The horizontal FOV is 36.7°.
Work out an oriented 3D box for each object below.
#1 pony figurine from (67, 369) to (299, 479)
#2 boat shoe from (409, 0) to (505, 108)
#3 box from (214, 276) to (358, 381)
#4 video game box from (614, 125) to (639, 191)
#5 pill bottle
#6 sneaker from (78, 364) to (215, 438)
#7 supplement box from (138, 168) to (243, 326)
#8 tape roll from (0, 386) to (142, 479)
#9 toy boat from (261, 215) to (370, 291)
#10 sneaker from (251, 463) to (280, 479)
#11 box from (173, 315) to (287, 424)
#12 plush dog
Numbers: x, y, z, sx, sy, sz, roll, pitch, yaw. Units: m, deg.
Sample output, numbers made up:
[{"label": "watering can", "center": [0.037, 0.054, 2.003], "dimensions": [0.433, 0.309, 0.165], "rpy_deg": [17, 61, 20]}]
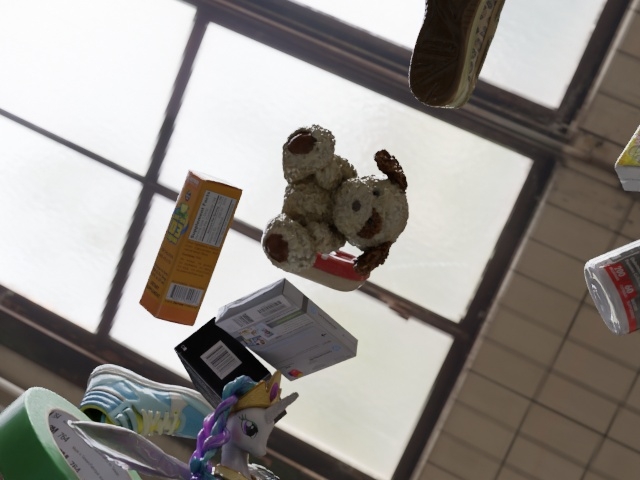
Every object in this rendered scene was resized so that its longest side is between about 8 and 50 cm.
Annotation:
[{"label": "pony figurine", "center": [-0.179, 0.378, 1.390], "dimensions": [0.303, 0.351, 0.364], "rpy_deg": [28, -121, -44]}, {"label": "boat shoe", "center": [0.193, -0.317, 1.284], "dimensions": [0.089, 0.104, 0.285], "rpy_deg": [-2, -67, -56]}, {"label": "box", "center": [-0.052, 0.146, 1.540], "dimensions": [0.145, 0.186, 0.038], "rpy_deg": [-26, 36, 32]}, {"label": "video game box", "center": [0.455, -0.130, 1.063], "dimensions": [0.205, 0.187, 0.048], "rpy_deg": [-51, -51, -25]}, {"label": "pill bottle", "center": [0.673, 0.061, 1.859], "dimensions": [0.283, 0.161, 0.161], "rpy_deg": [-23, -15, 2]}, {"label": "sneaker", "center": [-0.378, 0.399, 2.084], "dimensions": [0.208, 0.319, 0.127], "rpy_deg": [-73, 0, -66]}, {"label": "supplement box", "center": [-0.203, 0.011, 1.510], "dimensions": [0.080, 0.078, 0.233], "rpy_deg": [19, -85, -35]}, {"label": "tape roll", "center": [-0.372, 0.373, 1.492], "dimensions": [0.077, 0.321, 0.321], "rpy_deg": [-40, -15, -3]}, {"label": "toy boat", "center": [0.000, 0.000, 1.924], "dimensions": [0.151, 0.231, 0.151], "rpy_deg": [-21, -49, -77]}, {"label": "sneaker", "center": [-0.059, 0.458, 1.594], "dimensions": [0.083, 0.190, 0.071], "rpy_deg": [-54, -12, -1]}, {"label": "box", "center": [-0.149, 0.236, 1.615], "dimensions": [0.093, 0.156, 0.158], "rpy_deg": [-38, -32, -17]}, {"label": "plush dog", "center": [0.044, -0.053, 1.699], "dimensions": [0.210, 0.225, 0.262], "rpy_deg": [31, -109, -74]}]
